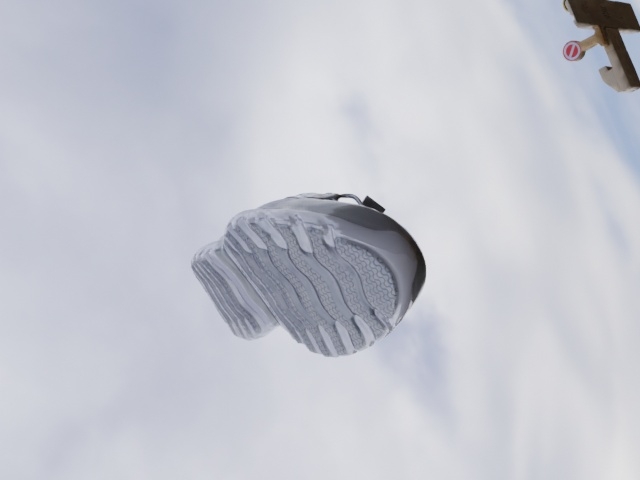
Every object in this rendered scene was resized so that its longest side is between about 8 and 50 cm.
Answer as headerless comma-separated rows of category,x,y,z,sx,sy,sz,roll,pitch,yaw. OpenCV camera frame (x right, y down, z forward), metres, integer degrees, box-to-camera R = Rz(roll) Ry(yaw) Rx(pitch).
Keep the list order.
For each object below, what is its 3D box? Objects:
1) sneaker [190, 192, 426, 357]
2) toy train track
sneaker,0.000,0.000,0.831,0.105,0.115,0.281,57,161,-12
toy train track,0.072,-0.080,0.376,0.048,0.014,0.083,-8,-105,-54
